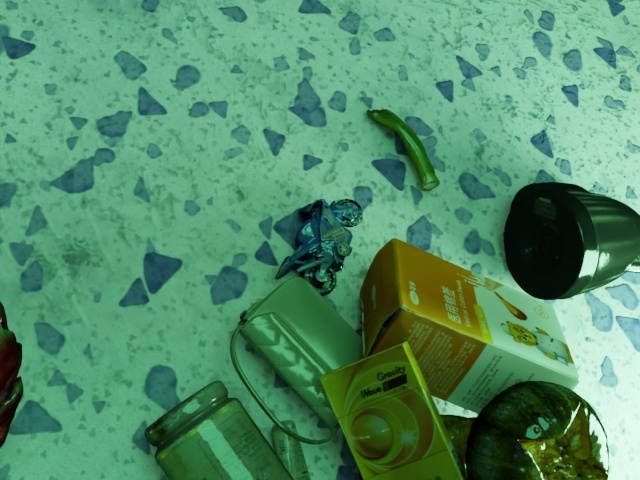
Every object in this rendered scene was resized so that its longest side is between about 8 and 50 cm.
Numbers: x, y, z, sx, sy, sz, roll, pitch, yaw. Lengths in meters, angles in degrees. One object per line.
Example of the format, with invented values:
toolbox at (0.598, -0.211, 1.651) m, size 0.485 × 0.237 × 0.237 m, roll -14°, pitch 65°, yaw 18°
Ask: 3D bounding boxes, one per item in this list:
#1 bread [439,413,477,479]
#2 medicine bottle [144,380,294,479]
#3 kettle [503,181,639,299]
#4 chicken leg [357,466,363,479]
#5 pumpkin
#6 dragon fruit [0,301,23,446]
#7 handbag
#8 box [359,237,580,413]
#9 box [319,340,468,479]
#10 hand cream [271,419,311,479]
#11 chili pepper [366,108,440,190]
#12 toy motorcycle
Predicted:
bread at (0.241, 0.391, 1.524) m, size 0.236 × 0.120 × 0.198 m, roll 16°, pitch 68°, yaw -14°
medicine bottle at (-0.116, 0.377, 1.365) m, size 0.151 × 0.151 × 0.322 m, roll -32°, pitch 82°, yaw -30°
kettle at (0.507, -0.003, 1.791) m, size 0.271 × 0.251 × 0.207 m, roll -5°, pitch 100°, yaw -31°
chicken leg at (0.095, 0.357, 1.499) m, size 0.053 × 0.093 × 0.205 m, roll -13°, pitch 111°, yaw -39°
pumpkin at (0.331, 0.329, 1.421) m, size 0.238 × 0.159 × 0.238 m, roll -2°, pitch 93°, yaw -32°
dragon fruit at (-0.544, 0.171, 1.195) m, size 0.329 × 0.329 × 0.329 m, roll 9°, pitch 65°, yaw -19°
handbag at (-0.033, 0.203, 1.510) m, size 0.256 × 0.079 × 0.219 m, roll 47°, pitch 53°, yaw 1°
box at (0.239, 0.159, 1.561) m, size 0.341 × 0.143 × 0.225 m, roll 24°, pitch 27°, yaw -12°
box at (0.119, 0.307, 1.431) m, size 0.152 × 0.043 × 0.269 m, roll -24°, pitch 86°, yaw 16°
hand cream at (-0.044, 0.360, 1.475) m, size 0.061 × 0.039 × 0.143 m, roll -6°, pitch 78°, yaw -35°
chili pepper at (0.168, -0.186, 1.795) m, size 0.201 × 0.050 × 0.052 m, roll 56°, pitch 23°, yaw 9°
toy motorcycle at (0.000, 0.000, 1.629) m, size 0.114 × 0.076 × 0.205 m, roll 23°, pitch 62°, yaw -1°
